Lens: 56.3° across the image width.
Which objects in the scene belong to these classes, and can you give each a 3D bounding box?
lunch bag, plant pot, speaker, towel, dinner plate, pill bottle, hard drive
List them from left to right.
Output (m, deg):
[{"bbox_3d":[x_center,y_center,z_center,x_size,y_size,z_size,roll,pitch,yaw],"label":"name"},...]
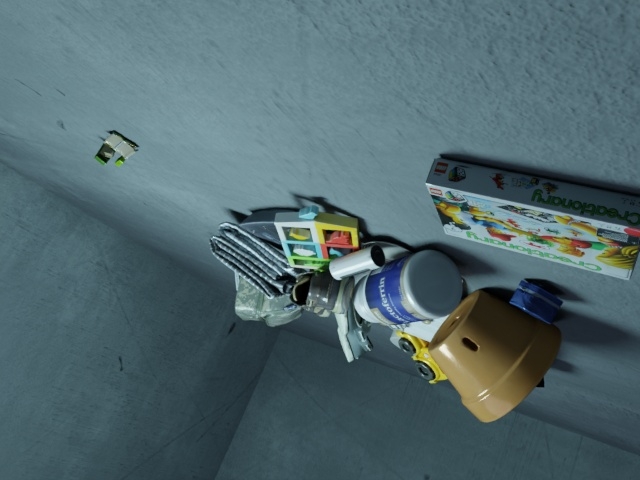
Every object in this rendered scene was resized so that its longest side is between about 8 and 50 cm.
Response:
[{"bbox_3d":[-0.176,0.070,1.790,0.283,0.121,0.235,34,178,18],"label":"towel"},{"bbox_3d":[-0.184,0.221,2.341,0.256,0.213,0.305,7,165,1],"label":"lunch bag"},{"bbox_3d":[-0.093,-0.025,1.600,0.172,0.054,0.254,32,162,-30],"label":"hard drive"},{"bbox_3d":[0.087,0.053,1.423,0.136,0.055,0.055,-21,137,41],"label":"speaker"},{"bbox_3d":[0.167,0.030,1.437,0.141,0.017,0.141,16,160,6],"label":"dinner plate"},{"bbox_3d":[0.194,0.119,1.403,0.153,0.153,0.264,29,156,-18],"label":"pill bottle"},{"bbox_3d":[0.399,0.256,1.444,0.203,0.291,0.291,40,166,5],"label":"plant pot"},{"bbox_3d":[0.451,0.123,1.254,0.098,0.065,0.067,29,180,-22],"label":"lunch bag"}]

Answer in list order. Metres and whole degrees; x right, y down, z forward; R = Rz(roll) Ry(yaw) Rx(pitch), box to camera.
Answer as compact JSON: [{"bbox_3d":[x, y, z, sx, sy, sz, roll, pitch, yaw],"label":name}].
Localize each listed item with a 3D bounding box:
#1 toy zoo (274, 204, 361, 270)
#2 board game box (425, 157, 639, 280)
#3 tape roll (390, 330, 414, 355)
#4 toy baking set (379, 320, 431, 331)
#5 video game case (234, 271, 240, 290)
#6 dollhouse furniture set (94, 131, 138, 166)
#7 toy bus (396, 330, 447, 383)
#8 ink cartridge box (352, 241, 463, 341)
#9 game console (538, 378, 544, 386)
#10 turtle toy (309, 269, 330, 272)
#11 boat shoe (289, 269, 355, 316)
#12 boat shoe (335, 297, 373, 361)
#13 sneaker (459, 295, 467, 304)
[{"bbox_3d":[0.000,0.000,1.442,0.192,0.030,0.293,5,154,8],"label":"toy zoo"},{"bbox_3d":[0.328,-0.033,0.921,0.305,0.053,0.193,16,164,28],"label":"board game box"},{"bbox_3d":[0.453,0.415,2.256,0.392,0.072,0.392,23,166,6],"label":"tape roll"},{"bbox_3d":[0.193,0.190,1.655,0.197,0.030,0.256,39,149,-17],"label":"toy baking set"},{"bbox_3d":[-0.330,0.144,2.417,0.019,0.143,0.157,-8,165,-3],"label":"video game case"},{"bbox_3d":[-0.532,-0.248,1.570,0.151,0.059,0.076,-21,129,43],"label":"dollhouse furniture set"},{"bbox_3d":[0.370,0.322,1.840,0.220,0.149,0.211,53,155,-6],"label":"toy bus"},{"bbox_3d":[0.225,0.124,1.648,0.308,0.091,0.385,21,148,14],"label":"ink cartridge box"},{"bbox_3d":[0.524,0.389,1.749,0.213,0.044,0.361,-1,162,27],"label":"game console"},{"bbox_3d":[0.018,0.099,1.837,0.095,0.066,0.130,46,171,12],"label":"turtle toy"},{"bbox_3d":[-0.012,0.130,1.626,0.130,0.132,0.355,16,167,-11],"label":"boat shoe"},{"bbox_3d":[0.101,0.243,1.783,0.319,0.099,0.116,80,171,-46],"label":"boat shoe"},{"bbox_3d":[0.386,0.193,1.611,0.052,0.058,0.135,18,165,21],"label":"sneaker"}]
